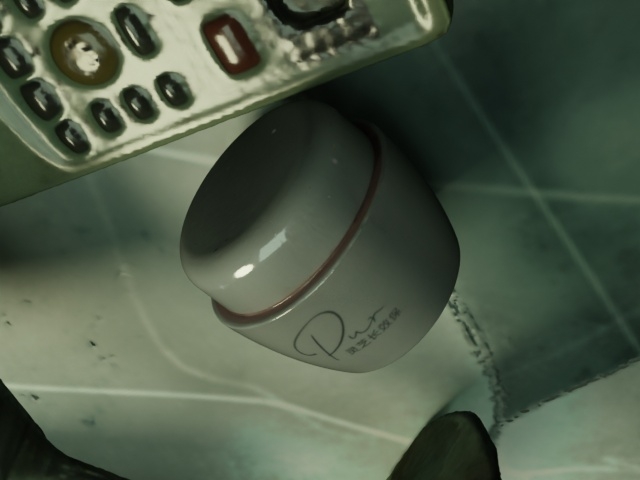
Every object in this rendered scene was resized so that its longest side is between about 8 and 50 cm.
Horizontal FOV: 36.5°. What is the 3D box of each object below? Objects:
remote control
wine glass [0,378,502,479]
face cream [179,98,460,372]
[{"bbox_3d":[-0.088,-0.101,0.453,0.285,0.038,0.123,-17,120,20],"label":"remote control"},{"bbox_3d":[-0.127,0.123,0.498,0.406,0.267,0.267,19,125,-11],"label":"wine glass"},{"bbox_3d":[0.000,0.000,0.461,0.117,0.117,0.104,-37,121,28],"label":"face cream"}]
